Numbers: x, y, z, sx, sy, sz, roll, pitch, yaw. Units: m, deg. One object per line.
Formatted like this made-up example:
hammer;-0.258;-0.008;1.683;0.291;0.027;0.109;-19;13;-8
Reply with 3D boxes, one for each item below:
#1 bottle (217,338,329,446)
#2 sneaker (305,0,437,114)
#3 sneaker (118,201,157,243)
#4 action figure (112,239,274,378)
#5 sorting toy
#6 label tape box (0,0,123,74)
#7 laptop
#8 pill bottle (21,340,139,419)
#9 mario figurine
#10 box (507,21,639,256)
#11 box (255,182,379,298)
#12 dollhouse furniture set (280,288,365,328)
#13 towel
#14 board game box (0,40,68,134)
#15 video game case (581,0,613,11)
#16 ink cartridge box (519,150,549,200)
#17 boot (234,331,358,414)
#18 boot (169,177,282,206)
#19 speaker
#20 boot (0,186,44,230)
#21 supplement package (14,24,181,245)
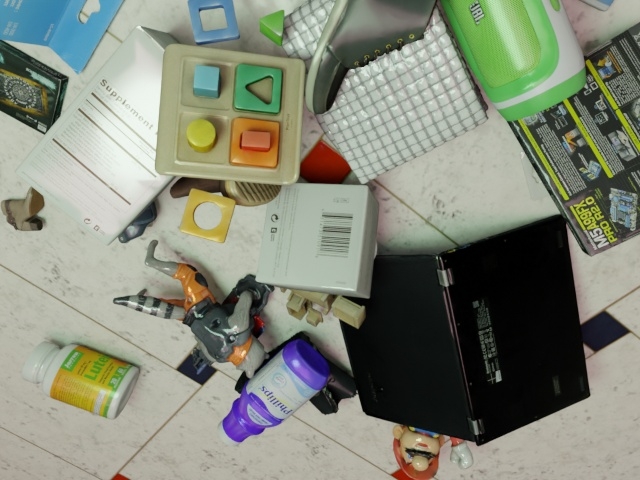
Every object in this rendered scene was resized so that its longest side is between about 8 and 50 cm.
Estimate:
bottle;-0.111;0.341;1.050;0.118;0.092;0.283;44;105;-8
sneaker;0.063;-0.249;0.630;0.118;0.083;0.222;26;125;1
sneaker;-0.438;-0.073;0.961;0.226;0.086;0.163;1;119;8
action figure;-0.269;0.196;1.051;0.330;0.178;0.341;32;118;1
sorting toy;-0.121;-0.170;0.646;0.196;0.047;0.347;3;86;-6
label tape box;-0.483;-0.452;0.720;0.348;0.115;0.249;41;119;-14
laptop;0.270;0.172;0.973;0.408;0.236;0.381;-17;103;-12
pill bottle;-0.604;0.345;1.216;0.246;0.136;0.136;22;122;-5
mario figurine;0.246;0.435;1.101;0.198;0.170;0.320;30;124;41
box;0.433;-0.144;0.713;0.216;0.060;0.270;-31;86;20
box;0.000;0.000;0.848;0.182;0.119;0.180;4;79;18
dollhouse furniture set;0.025;0.116;0.976;0.182;0.101;0.161;25;150;23
towel;0.093;-0.260;0.738;0.235;0.121;0.283;-23;111;29
board game box;-0.567;-0.291;0.884;0.186;0.026;0.126;29;121;-9
video game case;0.349;-0.444;0.636;0.212;0.023;0.193;23;122;-5
ink cartridge box;0.439;-0.123;0.796;0.181;0.061;0.104;-17;115;20
boot;-0.057;0.351;1.151;0.246;0.094;0.207;-37;105;20
boot;-0.166;-0.096;0.806;0.207;0.248;0.090;-16;111;21
speaker;0.236;-0.315;0.632;0.131;0.131;0.296;-25;103;22
boot;-0.638;-0.071;1.025;0.087;0.042;0.118;17;116;8
supplement package;-0.297;-0.172;0.785;0.293;0.177;0.175;-43;106;11
